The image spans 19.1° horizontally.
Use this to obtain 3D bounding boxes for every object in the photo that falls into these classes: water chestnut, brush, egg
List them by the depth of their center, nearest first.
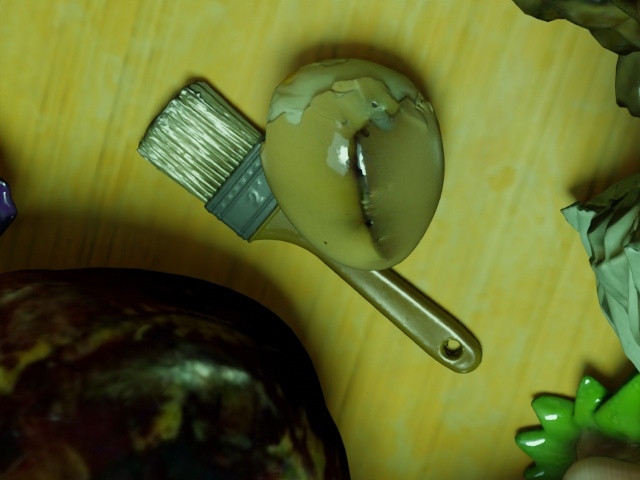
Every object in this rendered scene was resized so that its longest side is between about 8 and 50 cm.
[{"bbox_3d":[-0.110,0.142,0.736,0.289,0.244,0.289,4,110,12],"label":"water chestnut"},{"bbox_3d":[0.014,-0.029,0.744,0.071,0.071,0.083,-5,111,12],"label":"egg"},{"bbox_3d":[0.000,0.000,0.787,0.170,0.014,0.043,39,113,-5],"label":"brush"}]

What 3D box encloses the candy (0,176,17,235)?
[{"bbox_3d":[-0.264,-0.002,0.809,0.275,0.070,0.145,-32,94,24],"label":"candy"}]

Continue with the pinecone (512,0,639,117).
[{"bbox_3d":[0.118,-0.166,0.588,0.243,0.243,0.257,-15,107,15],"label":"pinecone"}]

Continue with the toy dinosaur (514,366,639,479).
[{"bbox_3d":[0.114,0.128,0.723,0.194,0.177,0.152,6,111,7],"label":"toy dinosaur"}]

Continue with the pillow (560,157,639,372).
[{"bbox_3d":[0.230,0.039,0.627,0.310,0.283,0.138,21,93,0],"label":"pillow"}]
